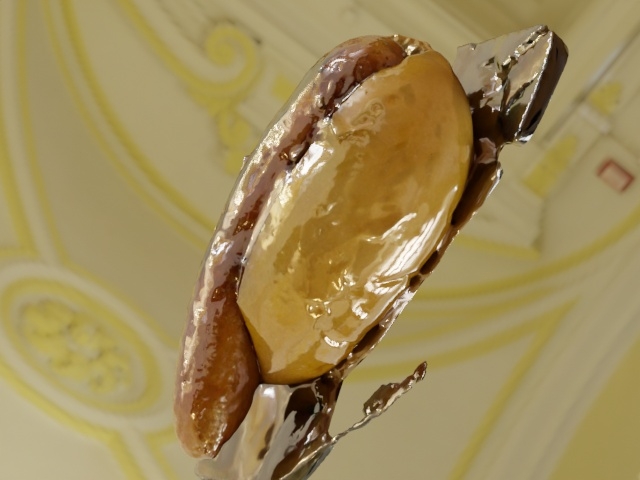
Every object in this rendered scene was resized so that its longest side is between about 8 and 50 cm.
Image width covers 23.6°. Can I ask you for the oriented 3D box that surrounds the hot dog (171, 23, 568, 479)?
[{"bbox_3d":[-0.001,-0.003,0.882,0.107,0.326,0.194,30,171,-22],"label":"hot dog"}]
